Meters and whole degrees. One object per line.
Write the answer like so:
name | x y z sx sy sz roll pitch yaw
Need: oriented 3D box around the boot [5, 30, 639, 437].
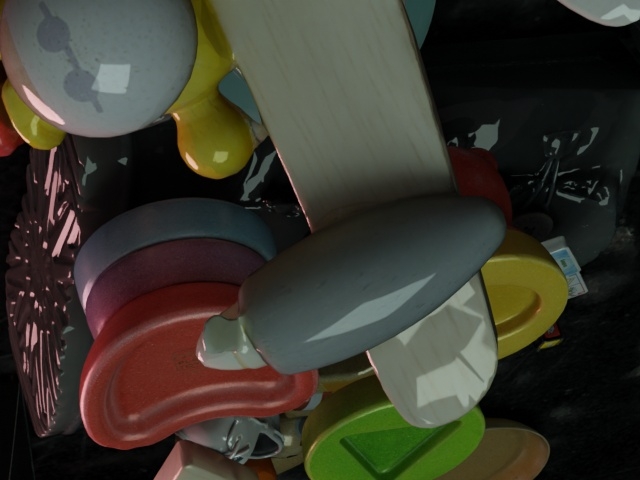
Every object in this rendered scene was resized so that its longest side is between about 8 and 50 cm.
boot | 0.001 -0.001 1.142 0.445 0.146 0.367 -8 148 -25

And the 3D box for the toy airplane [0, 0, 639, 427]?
toy airplane | -0.036 -0.126 0.710 0.272 0.386 0.384 -45 161 -56

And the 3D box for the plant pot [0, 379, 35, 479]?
plant pot | -0.339 0.246 1.274 0.166 0.188 0.187 1 136 -4

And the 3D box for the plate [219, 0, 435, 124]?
plate | -0.009 -0.151 0.921 0.188 0.024 0.188 -9 115 -19

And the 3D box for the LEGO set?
LEGO set | 0.126 0.075 1.163 0.182 0.060 0.244 -20 161 10

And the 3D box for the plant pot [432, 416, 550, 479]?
plant pot | 0.142 0.261 1.678 0.236 0.032 0.236 -14 147 -9

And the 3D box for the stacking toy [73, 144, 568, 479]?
stacking toy | -0.013 0.059 1.008 0.308 0.130 0.280 -7 143 -11

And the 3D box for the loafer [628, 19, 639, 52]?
loafer | 0.299 -0.146 1.121 0.095 0.109 0.302 -39 153 -4

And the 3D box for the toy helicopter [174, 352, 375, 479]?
toy helicopter | 0.035 0.131 1.343 0.355 0.140 0.235 -32 147 14

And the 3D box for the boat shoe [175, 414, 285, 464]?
boat shoe | -0.071 0.141 1.127 0.066 0.063 0.184 -21 166 7
